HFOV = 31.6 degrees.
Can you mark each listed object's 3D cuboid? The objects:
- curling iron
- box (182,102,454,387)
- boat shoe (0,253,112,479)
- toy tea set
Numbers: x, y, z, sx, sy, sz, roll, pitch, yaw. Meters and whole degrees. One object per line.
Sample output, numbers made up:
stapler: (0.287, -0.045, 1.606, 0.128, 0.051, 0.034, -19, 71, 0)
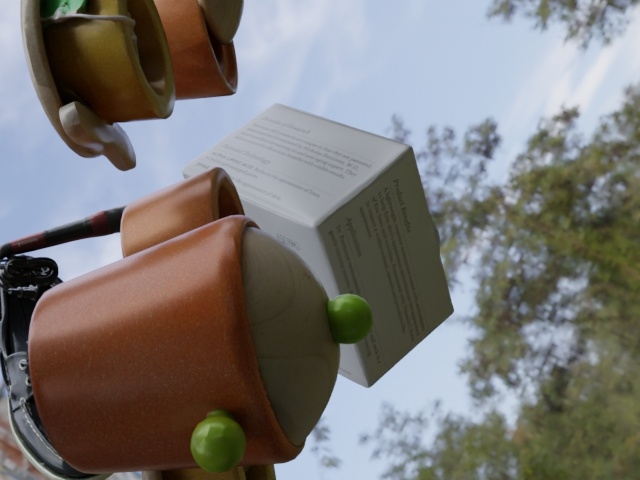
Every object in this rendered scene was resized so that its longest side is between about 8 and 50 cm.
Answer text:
curling iron: (-0.241, -0.007, 1.276, 0.274, 0.035, 0.068, -25, -61, -26)
box: (0.000, 0.000, 0.982, 0.119, 0.182, 0.181, -38, -51, -26)
boat shoe: (-0.318, 0.138, 1.343, 0.127, 0.340, 0.113, -11, -49, -14)
toy tea set: (-0.043, -0.024, 0.518, 0.200, 0.124, 0.336, 59, -160, -65)
